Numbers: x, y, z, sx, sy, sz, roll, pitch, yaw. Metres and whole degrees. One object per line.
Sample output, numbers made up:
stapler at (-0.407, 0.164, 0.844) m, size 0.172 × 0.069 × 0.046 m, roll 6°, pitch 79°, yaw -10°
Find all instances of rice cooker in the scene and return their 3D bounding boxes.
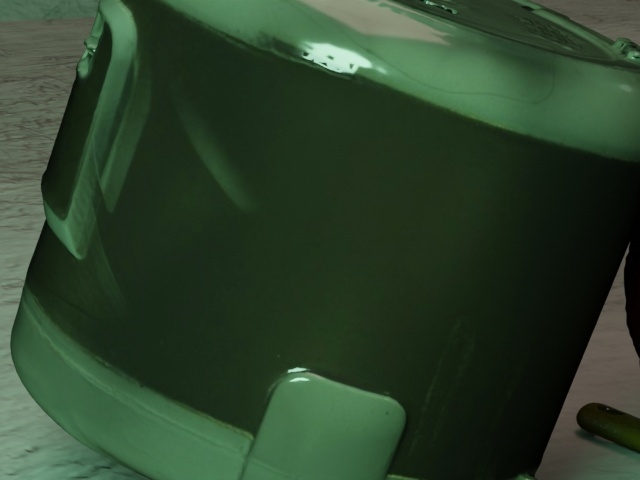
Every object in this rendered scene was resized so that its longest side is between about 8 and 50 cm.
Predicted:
rice cooker at (0.000, 0.000, 1.059) m, size 0.335 × 0.325 × 0.335 m, roll 19°, pitch 14°, yaw -5°

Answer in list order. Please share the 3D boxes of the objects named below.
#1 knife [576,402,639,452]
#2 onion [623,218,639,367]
knife at (0.305, 0.153, 1.145) m, size 0.061 × 0.027 × 0.343 m, roll -6°, pitch 19°, yaw -45°
onion at (0.357, 0.003, 1.180) m, size 0.260 × 0.282 × 0.337 m, roll 3°, pitch -9°, yaw 32°
